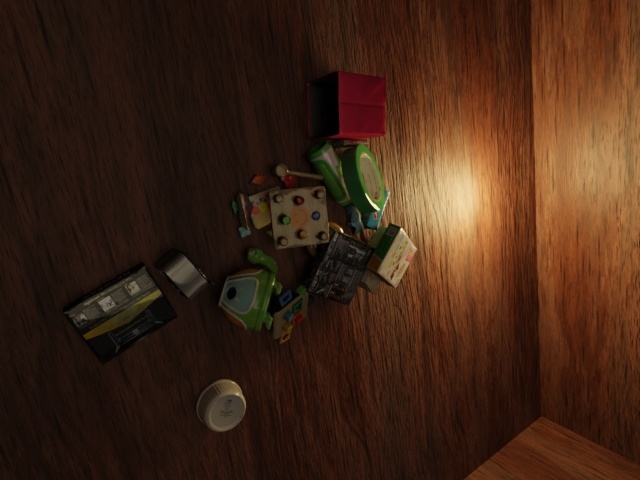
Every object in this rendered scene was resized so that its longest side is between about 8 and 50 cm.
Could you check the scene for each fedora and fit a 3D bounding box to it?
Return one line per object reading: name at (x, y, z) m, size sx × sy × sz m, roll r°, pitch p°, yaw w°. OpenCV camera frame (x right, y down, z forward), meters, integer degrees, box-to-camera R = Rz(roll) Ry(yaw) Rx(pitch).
fedora at (0.015, -0.002, 1.942) m, size 0.194 × 0.079 × 0.195 m, roll -5°, pitch 102°, yaw -22°

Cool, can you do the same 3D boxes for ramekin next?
ramekin at (-0.421, 0.717, 1.775) m, size 0.207 × 0.109 × 0.208 m, roll -5°, pitch 100°, yaw -31°

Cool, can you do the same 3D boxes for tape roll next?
tape roll at (0.204, -0.286, 1.931) m, size 0.321 × 0.077 × 0.322 m, roll 39°, pitch 43°, yaw -50°

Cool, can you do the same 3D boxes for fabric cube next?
fabric cube at (0.113, -0.582, 1.826) m, size 0.257 × 0.254 × 0.260 m, roll -7°, pitch 101°, yaw -33°

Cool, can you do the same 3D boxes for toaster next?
toaster at (-0.524, 0.127, 1.575) m, size 0.110 × 0.185 × 0.168 m, roll -46°, pitch 119°, yaw -23°

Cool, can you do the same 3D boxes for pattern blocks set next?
pattern blocks set at (-0.233, -0.150, 1.807) m, size 0.324 × 0.026 × 0.286 m, roll -16°, pitch 106°, yaw -29°

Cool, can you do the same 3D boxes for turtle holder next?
turtle holder at (-0.285, 0.208, 1.706) m, size 0.227 × 0.243 × 0.321 m, roll 16°, pitch 102°, yaw -6°

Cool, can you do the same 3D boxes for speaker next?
speaker at (0.059, -0.307, 1.907) m, size 0.131 × 0.131 × 0.297 m, roll -45°, pitch 118°, yaw -19°

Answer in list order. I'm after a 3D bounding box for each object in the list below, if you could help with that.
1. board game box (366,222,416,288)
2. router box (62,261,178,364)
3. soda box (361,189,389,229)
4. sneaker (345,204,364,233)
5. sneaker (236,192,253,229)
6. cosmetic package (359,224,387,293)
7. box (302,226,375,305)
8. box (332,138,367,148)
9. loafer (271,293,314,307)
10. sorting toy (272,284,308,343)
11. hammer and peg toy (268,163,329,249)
board game box at (0.354, 0.083, 2.017) m, size 0.242 × 0.064 × 0.316 m, roll -60°, pitch 148°, yaw -6°
router box at (-0.731, 0.266, 1.526) m, size 0.308 × 0.081 × 0.243 m, roll -33°, pitch 114°, yaw -24°
soda box at (0.275, -0.164, 2.101) m, size 0.071 × 0.067 × 0.210 m, roll 22°, pitch 85°, yaw -32°
sneaker at (0.161, -0.101, 2.043) m, size 0.073 × 0.063 × 0.162 m, roll -34°, pitch 113°, yaw -20°
sneaker at (-0.302, -0.123, 1.719) m, size 0.064 × 0.061 × 0.158 m, roll -15°, pitch 106°, yaw -36°
cosmetic package at (0.285, 0.095, 2.092) m, size 0.310 × 0.113 × 0.160 m, roll -57°, pitch 147°, yaw -12°
box at (0.087, 0.124, 1.916) m, size 0.242 × 0.076 × 0.308 m, roll 23°, pitch 93°, yaw -27°
box at (0.139, -0.457, 1.953) m, size 0.136 × 0.093 × 0.027 m, roll -10°, pitch 95°, yaw -30°
loafer at (-0.119, 0.286, 1.916) m, size 0.223 × 0.078 × 0.076 m, roll 6°, pitch 94°, yaw -33°
sorting toy at (-0.125, 0.343, 1.845) m, size 0.195 × 0.047 × 0.348 m, roll -31°, pitch 143°, yaw -36°
hammer and peg toy at (-0.089, -0.154, 1.774) m, size 0.265 × 0.127 × 0.362 m, roll -7°, pitch 97°, yaw -18°
